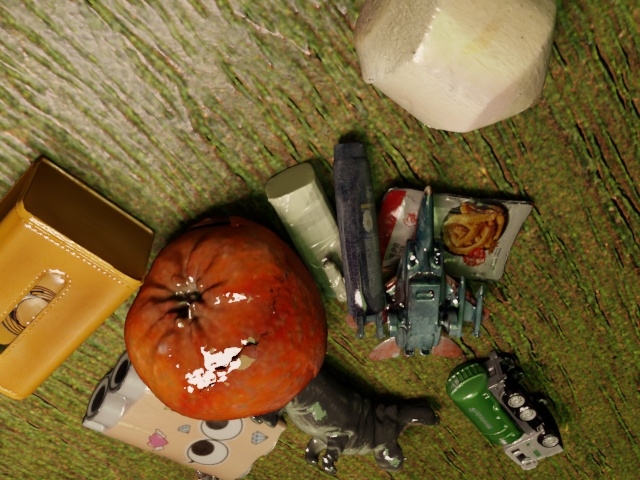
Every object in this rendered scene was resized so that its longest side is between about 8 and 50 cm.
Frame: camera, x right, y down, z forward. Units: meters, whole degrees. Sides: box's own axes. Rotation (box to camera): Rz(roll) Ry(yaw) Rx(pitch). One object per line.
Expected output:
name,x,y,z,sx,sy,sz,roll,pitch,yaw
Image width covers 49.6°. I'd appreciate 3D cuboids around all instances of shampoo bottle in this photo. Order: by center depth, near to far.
shampoo bottle,0.052,-0.016,0.948,0.049,0.087,0.233,-5,95,19

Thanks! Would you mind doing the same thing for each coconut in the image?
coconut,0.163,-0.232,0.797,0.234,0.224,0.224,19,118,-18

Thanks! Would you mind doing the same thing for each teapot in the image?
teapot,0.000,0.000,0.979,0.077,0.107,0.200,-26,123,3

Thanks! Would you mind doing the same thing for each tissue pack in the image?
tissue pack,-0.388,0.061,0.945,0.194,0.145,0.274,36,112,-29

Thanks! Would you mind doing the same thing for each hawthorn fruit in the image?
hawthorn fruit,-0.100,0.126,0.970,0.276,0.276,0.307,-40,134,17

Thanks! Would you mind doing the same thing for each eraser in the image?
eraser,-0.222,0.292,1.150,0.290,0.087,0.171,32,112,-26

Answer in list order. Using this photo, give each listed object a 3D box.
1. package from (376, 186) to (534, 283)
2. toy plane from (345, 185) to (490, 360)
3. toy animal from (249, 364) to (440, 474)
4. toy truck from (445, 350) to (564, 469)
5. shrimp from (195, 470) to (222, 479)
package,0.191,-0.008,1.047,0.239,0.030,0.154,7,124,-13
toy plane,0.148,0.065,1.011,0.223,0.104,0.326,-2,135,0
toy animal,0.042,0.308,1.168,0.343,0.106,0.168,28,72,-26
toy truck,0.328,0.301,1.230,0.125,0.101,0.242,-33,119,19
shrimp,-0.202,0.441,1.286,0.092,0.029,0.038,34,112,-30
